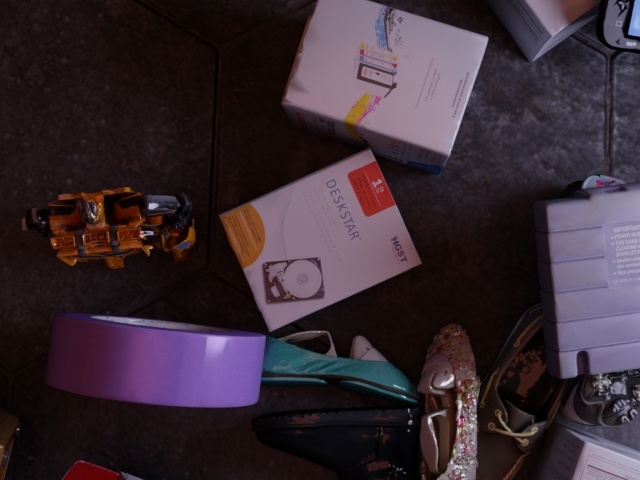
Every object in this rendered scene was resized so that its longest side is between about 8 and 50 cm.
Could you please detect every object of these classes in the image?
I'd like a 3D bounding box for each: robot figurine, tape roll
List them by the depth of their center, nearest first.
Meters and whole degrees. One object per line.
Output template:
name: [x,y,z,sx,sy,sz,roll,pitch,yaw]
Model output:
tape roll: [-0.212,0.152,1.130,0.274,0.275,0.090,6,86,3]
robot figurine: [-0.259,-0.012,1.135,0.211,0.291,0.085,-7,86,3]

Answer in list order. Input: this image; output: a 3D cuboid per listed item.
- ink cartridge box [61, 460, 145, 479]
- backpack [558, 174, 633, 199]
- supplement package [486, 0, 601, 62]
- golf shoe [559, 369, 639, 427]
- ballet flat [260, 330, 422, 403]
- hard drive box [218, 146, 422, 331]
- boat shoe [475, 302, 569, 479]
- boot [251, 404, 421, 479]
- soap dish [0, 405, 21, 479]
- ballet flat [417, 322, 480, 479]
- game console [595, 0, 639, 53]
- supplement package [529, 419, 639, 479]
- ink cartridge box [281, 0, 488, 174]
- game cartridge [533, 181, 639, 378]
ink cartridge box: [-0.274,0.474,1.114,0.272,0.130,0.309,35,88,-38]
backpack: [0.425,0.003,1.181,0.188,0.144,0.166,15,87,-6]
supplement package: [0.313,-0.426,1.211,0.204,0.145,0.262,-35,86,0]
golf shoe: [0.441,0.165,1.195,0.272,0.120,0.105,-25,78,-22]
ballet flat: [0.024,0.172,1.219,0.247,0.083,0.087,7,72,1]
hard drive box: [0.000,0.000,1.225,0.232,0.089,0.181,-25,86,0]
boat shoe: [0.267,0.226,1.196,0.109,0.091,0.305,26,88,4]
boot: [0.029,0.337,1.197,0.246,0.094,0.207,-1,82,-4]
soap dish: [-0.496,0.364,1.163,0.118,0.229,0.291,14,87,-13]
ballet flat: [0.170,0.228,1.180,0.077,0.091,0.241,12,67,-35]
game console: [0.514,-0.278,1.167,0.361,0.044,0.213,2,94,-25]
supplement package: [0.368,0.402,1.126,0.198,0.199,0.263,20,87,4]
ink cartridge box: [0.085,-0.213,1.194,0.232,0.171,0.168,18,87,4]
game cartridge: [0.450,0.036,1.085,0.354,0.068,0.230,-7,92,-5]
